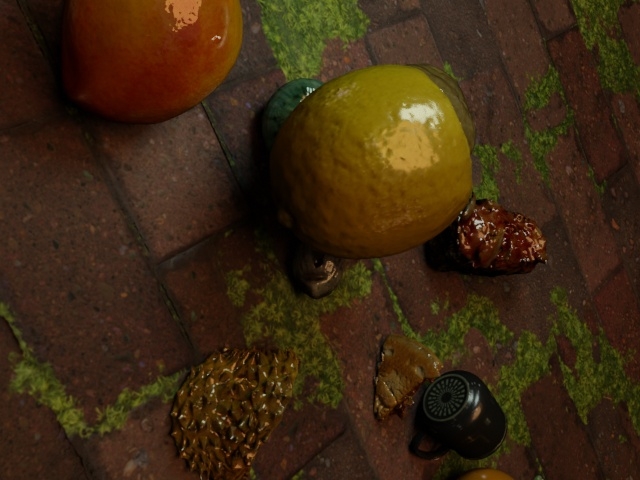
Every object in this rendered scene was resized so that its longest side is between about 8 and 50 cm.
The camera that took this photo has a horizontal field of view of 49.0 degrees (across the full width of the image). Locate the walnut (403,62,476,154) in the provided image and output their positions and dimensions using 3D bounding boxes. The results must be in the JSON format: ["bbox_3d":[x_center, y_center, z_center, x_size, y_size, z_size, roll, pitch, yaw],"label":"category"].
[{"bbox_3d":[0.225,-0.269,1.583,0.283,0.227,0.282,2,86,-28],"label":"walnut"}]

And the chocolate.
[{"bbox_3d":[0.000,0.000,1.438,0.110,0.110,0.248,18,72,-36],"label":"chocolate"}]

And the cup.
[{"bbox_3d":[0.309,0.418,1.601,0.223,0.169,0.176,-44,123,2],"label":"cup"}]

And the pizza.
[{"bbox_3d":[0.181,0.314,1.541,0.069,0.154,0.193,23,95,-55],"label":"pizza"}]

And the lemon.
[{"bbox_3d":[0.068,-0.125,1.264,0.364,0.364,0.364,7,78,-38],"label":"lemon"}]

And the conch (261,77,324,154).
[{"bbox_3d":[-0.039,-0.242,1.435,0.188,0.122,0.175,-26,117,-36],"label":"conch"}]

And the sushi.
[{"bbox_3d":[0.404,-0.013,1.719,0.343,0.182,0.196,10,70,-41],"label":"sushi"}]

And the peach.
[{"bbox_3d":[-0.278,-0.337,1.159,0.289,0.289,0.307,36,56,-29],"label":"peach"}]

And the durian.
[{"bbox_3d":[-0.164,0.300,1.265,0.196,0.185,0.305,31,71,-6],"label":"durian"}]

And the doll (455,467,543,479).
[{"bbox_3d":[0.395,0.621,1.570,0.213,0.236,0.213,8,75,-34],"label":"doll"}]
